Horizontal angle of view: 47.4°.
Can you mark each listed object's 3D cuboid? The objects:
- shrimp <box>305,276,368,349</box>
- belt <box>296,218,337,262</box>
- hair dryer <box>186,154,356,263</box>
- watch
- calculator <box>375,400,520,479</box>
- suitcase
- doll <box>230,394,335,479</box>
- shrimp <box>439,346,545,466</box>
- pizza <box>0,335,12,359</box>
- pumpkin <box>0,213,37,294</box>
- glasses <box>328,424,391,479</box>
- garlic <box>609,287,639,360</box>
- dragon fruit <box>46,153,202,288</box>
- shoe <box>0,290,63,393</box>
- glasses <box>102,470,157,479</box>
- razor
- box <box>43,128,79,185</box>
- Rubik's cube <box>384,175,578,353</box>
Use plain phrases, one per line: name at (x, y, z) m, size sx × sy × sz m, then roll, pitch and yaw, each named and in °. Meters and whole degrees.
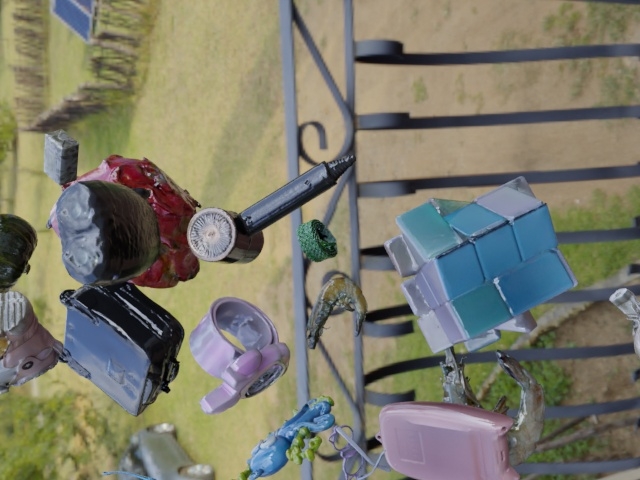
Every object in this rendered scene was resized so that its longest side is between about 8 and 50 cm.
shrimp at (0.046, 0.210, 1.995) m, size 0.217 × 0.150 × 0.051 m, roll -65°, pitch 7°, yaw -1°
belt at (0.000, 0.000, 2.147) m, size 0.079 × 0.151 × 0.121 m, roll -23°, pitch 60°, yaw 22°
hair dryer at (-0.076, -0.066, 1.432) m, size 0.107 × 0.352 × 0.189 m, roll 62°, pitch -170°, yaw 10°
watch at (-0.208, 0.253, 1.661) m, size 0.217 × 0.248 × 0.211 m, roll 49°, pitch 119°, yaw 21°
calculator at (0.275, 0.466, 1.648) m, size 0.329 × 0.048 × 0.220 m, roll -1°, pitch 113°, yaw 28°
suitcase at (-0.527, 0.278, 1.943) m, size 0.339 × 0.188 × 0.345 m, roll 37°, pitch 135°, yaw 11°
doll at (-0.106, 0.585, 2.169) m, size 0.346 × 0.341 × 0.099 m, roll -29°, pitch 105°, yaw 43°
shrimp at (0.405, 0.374, 1.742) m, size 0.360 × 0.247 × 0.085 m, roll 57°, pitch 170°, yaw -6°
pizza at (-0.558, 0.201, 1.089) m, size 0.053 × 0.193 × 0.201 m, roll -47°, pitch 62°, yaw 52°
pumpkin at (-0.791, 0.039, 1.801) m, size 0.224 × 0.157 × 0.224 m, roll -45°, pitch 27°, yaw 30°
glasses at (0.084, 0.436, 1.450) m, size 0.104 × 0.062 × 0.140 m, roll 13°, pitch 130°, yaw 50°
garlic at (0.503, 0.124, 1.047) m, size 0.194 × 0.131 × 0.127 m, roll 42°, pitch 176°, yaw -11°
dragon fruit at (-0.441, -0.069, 1.757) m, size 0.249 × 0.371 × 0.386 m, roll -55°, pitch 39°, yaw 15°
shoe at (-0.746, 0.265, 1.594) m, size 0.172 × 0.351 × 0.198 m, roll -103°, pitch -11°, yaw -46°
glasses at (-0.435, 0.618, 1.662) m, size 0.220 × 0.088 × 0.190 m, roll 7°, pitch 77°, yaw 48°
razor at (-0.382, -0.016, 1.373) m, size 0.327 × 0.107 × 0.189 m, roll -28°, pitch -70°, yaw -86°
box at (-0.512, -0.163, 1.440) m, size 0.062 × 0.045 × 0.098 m, roll 39°, pitch 134°, yaw 19°
Rubik's cube at (0.364, 0.051, 1.642) m, size 0.368 × 0.387 × 0.358 m, roll 105°, pitch 141°, yaw -78°
